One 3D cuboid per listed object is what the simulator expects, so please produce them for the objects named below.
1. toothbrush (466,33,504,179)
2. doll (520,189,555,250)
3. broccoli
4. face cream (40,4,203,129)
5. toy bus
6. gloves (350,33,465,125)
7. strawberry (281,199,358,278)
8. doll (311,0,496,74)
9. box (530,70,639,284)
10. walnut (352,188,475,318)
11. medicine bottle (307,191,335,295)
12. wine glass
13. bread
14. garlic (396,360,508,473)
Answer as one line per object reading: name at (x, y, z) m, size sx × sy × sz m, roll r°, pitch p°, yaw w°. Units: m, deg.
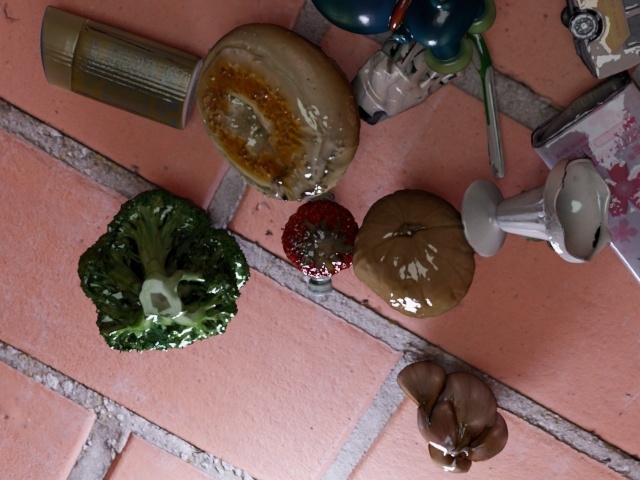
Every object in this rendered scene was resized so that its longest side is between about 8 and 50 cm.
toothbrush at (0.257, -0.293, 1.563) m, size 0.040 × 0.042 × 0.418 m, roll -17°, pitch 112°, yaw -15°
doll at (0.382, -0.028, 1.607) m, size 0.077 × 0.150 × 0.115 m, roll -26°, pitch 113°, yaw -26°
broccoli at (-0.280, 0.065, 1.725) m, size 0.308 × 0.275 × 0.307 m, roll 0°, pitch 92°, yaw -5°
face cream at (-0.353, -0.299, 1.675) m, size 0.285 × 0.067 × 0.139 m, roll 19°, pitch 116°, yaw 2°
toy bus at (0.412, -0.422, 1.446) m, size 0.138 × 0.097 × 0.342 m, roll -18°, pitch 108°, yaw 12°
gloves at (0.147, -0.276, 1.563) m, size 0.212 × 0.111 × 0.127 m, roll -36°, pitch 98°, yaw 31°
strawberry at (0.000, 0.000, 1.672) m, size 0.145 × 0.086 × 0.145 m, roll -2°, pitch 115°, yaw -3°
doll at (0.106, -0.396, 1.451) m, size 0.322 × 0.186 × 0.198 m, roll 27°, pitch 88°, yaw 13°
box at (0.519, -0.083, 1.567) m, size 0.190 × 0.112 × 0.369 m, roll -37°, pitch 103°, yaw 23°
walnut at (0.162, 0.024, 1.629) m, size 0.228 × 0.228 × 0.228 m, roll 5°, pitch 115°, yaw 10°
medicine bottle at (0.001, 0.006, 1.749) m, size 0.051 × 0.051 × 0.191 m, roll 5°, pitch 114°, yaw 10°
wine glass at (0.337, -0.043, 1.515) m, size 0.196 × 0.165 × 0.165 m, roll -4°, pitch 117°, yaw 47°
bread at (-0.062, -0.211, 1.576) m, size 0.306 × 0.159 × 0.305 m, roll 22°, pitch 128°, yaw 31°
garlic at (0.250, 0.314, 1.785) m, size 0.160 × 0.191 × 0.214 m, roll -22°, pitch 97°, yaw -6°
